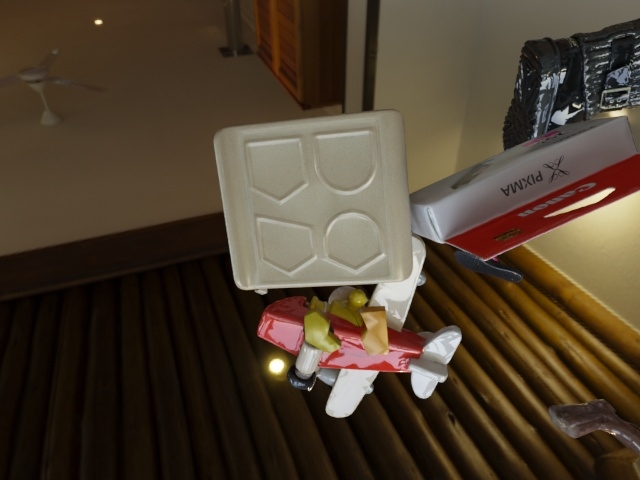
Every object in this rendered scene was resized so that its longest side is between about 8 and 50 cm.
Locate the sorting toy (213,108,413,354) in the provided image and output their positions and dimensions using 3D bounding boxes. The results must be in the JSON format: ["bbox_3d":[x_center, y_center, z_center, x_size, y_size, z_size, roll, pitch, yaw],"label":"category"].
[{"bbox_3d":[0.000,0.000,0.644,0.229,0.307,0.041,-5,-166,6],"label":"sorting toy"}]

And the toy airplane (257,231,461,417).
[{"bbox_3d":[0.103,0.195,1.113,0.386,0.384,0.272,-30,-149,5],"label":"toy airplane"}]

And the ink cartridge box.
[{"bbox_3d":[0.257,-0.074,0.615,0.275,0.060,0.239,-24,-171,-2],"label":"ink cartridge box"}]

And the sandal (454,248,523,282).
[{"bbox_3d":[0.432,0.058,1.306,0.179,0.067,0.040,20,-117,6],"label":"sandal"}]

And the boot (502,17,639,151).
[{"bbox_3d":[0.511,-0.251,0.971,0.260,0.348,0.131,-11,-126,1],"label":"boot"}]

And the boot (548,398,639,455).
[{"bbox_3d":[0.402,0.277,0.733,0.114,0.037,0.106,3,-155,-26],"label":"boot"}]

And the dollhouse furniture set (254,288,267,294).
[{"bbox_3d":[-0.067,0.059,1.002,0.081,0.114,0.090,11,-107,-36],"label":"dollhouse furniture set"}]
